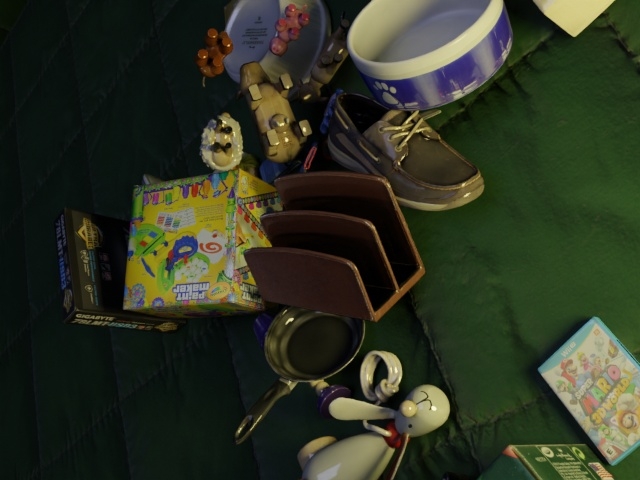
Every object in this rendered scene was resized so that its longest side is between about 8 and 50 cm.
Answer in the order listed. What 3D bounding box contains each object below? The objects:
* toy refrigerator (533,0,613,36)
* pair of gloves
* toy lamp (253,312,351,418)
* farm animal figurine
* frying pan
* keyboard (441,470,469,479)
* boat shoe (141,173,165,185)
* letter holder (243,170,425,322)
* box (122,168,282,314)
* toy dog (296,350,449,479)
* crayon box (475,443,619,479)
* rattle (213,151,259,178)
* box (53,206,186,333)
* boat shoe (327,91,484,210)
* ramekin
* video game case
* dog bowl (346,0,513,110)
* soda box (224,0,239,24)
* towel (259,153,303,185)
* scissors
[{"bbox_3d":[0.353,-0.461,1.144,0.094,0.102,0.269,-44,50,30],"label":"toy refrigerator"},{"bbox_3d":[0.002,-0.217,1.453,0.159,0.023,0.198,-91,25,-75],"label":"pair of gloves"},{"bbox_3d":[-0.046,0.233,1.399,0.275,0.080,0.080,38,107,44],"label":"toy lamp"},{"bbox_3d":[-0.089,-0.303,1.462,0.172,0.331,0.326,151,115,-77],"label":"farm animal figurine"},{"bbox_3d":[-0.022,0.233,1.300,0.197,0.053,0.326,-3,50,21],"label":"frying pan"},{"bbox_3d":[0.187,0.391,1.029,0.023,0.180,0.108,15,77,26],"label":"keyboard"},{"bbox_3d":[-0.388,-0.062,1.816,0.319,0.116,0.099,45,109,38],"label":"boat shoe"},{"bbox_3d":[0.000,0.000,1.283,0.302,0.152,0.214,5,126,47],"label":"letter holder"},{"bbox_3d":[-0.252,0.019,1.546,0.290,0.177,0.279,-5,74,28],"label":"box"},{"bbox_3d":[0.053,0.354,1.196,0.220,0.161,0.333,36,107,42],"label":"toy dog"},{"bbox_3d":[0.234,0.408,0.960,0.318,0.202,0.081,-56,46,19],"label":"crayon box"},{"bbox_3d":[-0.249,-0.144,1.678,0.200,0.143,0.130,-8,92,39],"label":"rattle"},{"bbox_3d":[-0.494,0.078,1.758,0.073,0.293,0.295,-42,52,33],"label":"box"},{"bbox_3d":[0.128,-0.163,1.239,0.355,0.132,0.130,31,146,41],"label":"boat shoe"},{"bbox_3d":[-0.111,-0.454,1.618,0.273,0.127,0.272,-15,68,43],"label":"ramekin"},{"bbox_3d":[0.392,0.205,0.986,0.119,0.015,0.166,-52,47,24],"label":"video game case"},{"bbox_3d":[0.183,-0.345,1.207,0.265,0.104,0.264,-18,44,18],"label":"dog bowl"},{"bbox_3d":[-0.160,-0.589,1.754,0.181,0.061,0.058,-28,61,39],"label":"soda box"},{"bbox_3d":[-0.088,-0.172,1.589,0.119,0.029,0.067,-37,55,35],"label":"towel"},{"bbox_3d":[0.110,-0.204,1.397,0.297,0.021,0.108,10,84,47],"label":"scissors"}]
